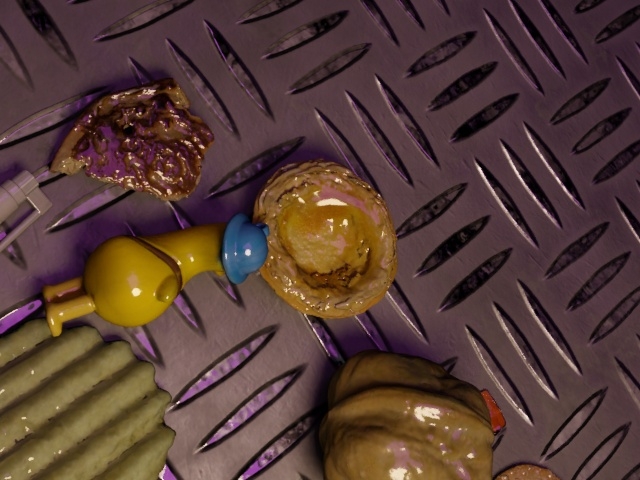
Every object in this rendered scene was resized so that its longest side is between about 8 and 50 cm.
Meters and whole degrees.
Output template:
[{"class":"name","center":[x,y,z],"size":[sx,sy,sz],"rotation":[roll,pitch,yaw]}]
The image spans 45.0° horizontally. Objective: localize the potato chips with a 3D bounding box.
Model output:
[{"class":"potato chips","center":[-0.420,0.271,1.089],"size":[0.358,0.070,0.429],"rotation":[44,48,12]}]

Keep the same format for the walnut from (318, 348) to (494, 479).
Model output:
[{"class":"walnut","center":[0.135,0.319,1.236],"size":[0.277,0.253,0.282],"rotation":[25,69,-15]}]

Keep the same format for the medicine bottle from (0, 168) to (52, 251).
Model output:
[{"class":"medicine bottle","center":[-0.515,-0.015,1.177],"size":[0.221,0.061,0.092],"rotation":[-47,120,-25]}]

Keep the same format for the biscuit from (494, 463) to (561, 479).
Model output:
[{"class":"biscuit","center":[0.379,0.517,1.403],"size":[0.219,0.033,0.220],"rotation":[5,75,-19]}]

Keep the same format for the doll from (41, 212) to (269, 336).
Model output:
[{"class":"doll","center":[-0.248,0.037,1.197],"size":[0.363,0.199,0.145],"rotation":[-20,125,-16]}]

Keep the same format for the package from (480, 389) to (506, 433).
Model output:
[{"class":"package","center":[0.290,0.331,1.419],"size":[0.110,0.033,0.077],"rotation":[-26,63,-39]}]

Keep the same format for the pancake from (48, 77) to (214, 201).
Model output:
[{"class":"pancake","center":[-0.305,-0.181,1.303],"size":[0.257,0.056,0.212],"rotation":[13,79,-26]}]

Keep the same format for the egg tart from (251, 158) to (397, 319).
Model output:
[{"class":"egg tart","center":[0.000,0.000,1.342],"size":[0.288,0.118,0.288],"rotation":[5,76,-19]}]
